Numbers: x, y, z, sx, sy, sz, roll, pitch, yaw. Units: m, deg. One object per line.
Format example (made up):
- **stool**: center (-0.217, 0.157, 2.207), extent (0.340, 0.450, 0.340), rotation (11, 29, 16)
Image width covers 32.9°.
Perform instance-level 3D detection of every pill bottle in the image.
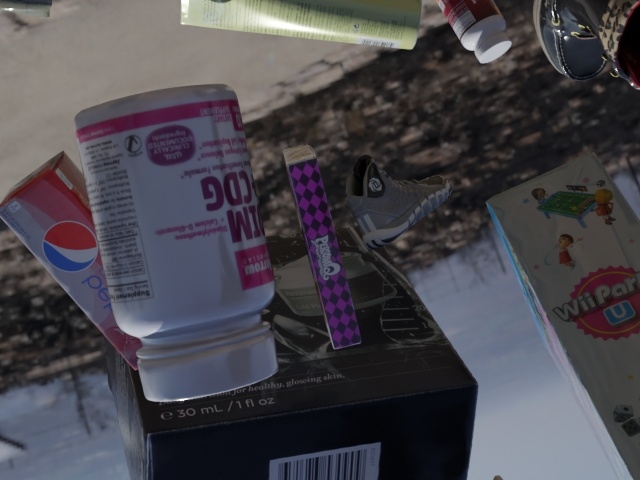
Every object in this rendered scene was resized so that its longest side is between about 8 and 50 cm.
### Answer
- **pill bottle**: center (-0.132, 0.002, 1.052), extent (0.160, 0.283, 0.160), rotation (-11, -177, 1)
- **pill bottle**: center (0.272, -0.393, 1.915), extent (0.086, 0.152, 0.086), rotation (-26, 164, -8)

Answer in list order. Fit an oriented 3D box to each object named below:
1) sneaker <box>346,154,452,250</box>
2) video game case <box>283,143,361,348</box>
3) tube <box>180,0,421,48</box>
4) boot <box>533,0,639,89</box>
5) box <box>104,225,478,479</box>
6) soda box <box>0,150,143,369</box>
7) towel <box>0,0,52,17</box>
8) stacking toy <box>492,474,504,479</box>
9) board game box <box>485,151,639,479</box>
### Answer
- **sneaker**: center (0.117, -0.089, 1.708), extent (0.086, 0.132, 0.228), rotation (-27, -173, 41)
- **video game case**: center (0.000, 0.000, 1.376), extent (0.041, 0.232, 0.210), rotation (-14, -169, -1)
- **tube**: center (-0.020, -0.235, 1.086), extent (0.240, 0.070, 0.062), rotation (4, -158, -4)
- **boot**: center (0.451, -0.339, 1.698), extent (0.138, 0.284, 0.377), rotation (-15, 139, -6)
- **box**: center (-0.072, 0.230, 1.704), extent (0.479, 0.472, 0.298), rotation (-7, 120, -16)
- **soda box**: center (-0.269, 0.026, 1.322), extent (0.092, 0.263, 0.083), rotation (-35, -161, 9)
- **towel**: center (-0.381, -0.320, 0.933), extent (0.324, 0.312, 0.056), rotation (5, 135, -19)
- **stacking toy**: center (0.235, 0.456, 1.456), extent (0.279, 0.309, 0.130), rotation (-39, 146, -18)
- **board game box**: center (0.244, 0.117, 0.798), extent (0.097, 0.303, 0.224), rotation (-25, 137, 6)
